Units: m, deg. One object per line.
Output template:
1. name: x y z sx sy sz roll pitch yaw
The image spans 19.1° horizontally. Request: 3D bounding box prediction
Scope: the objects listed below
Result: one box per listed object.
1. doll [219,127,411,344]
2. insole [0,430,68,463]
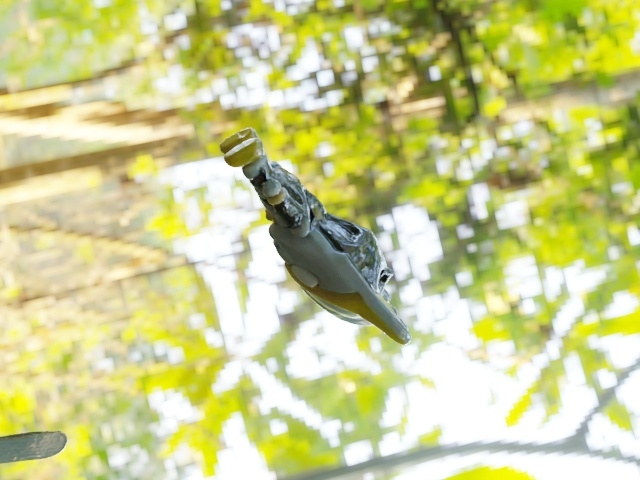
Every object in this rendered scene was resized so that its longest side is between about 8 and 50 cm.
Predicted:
1. doll: 0.000 0.002 2.210 0.316 0.103 0.145 51 -20 -20
2. insole: -0.347 0.214 1.922 0.064 0.188 0.004 111 -34 -43
